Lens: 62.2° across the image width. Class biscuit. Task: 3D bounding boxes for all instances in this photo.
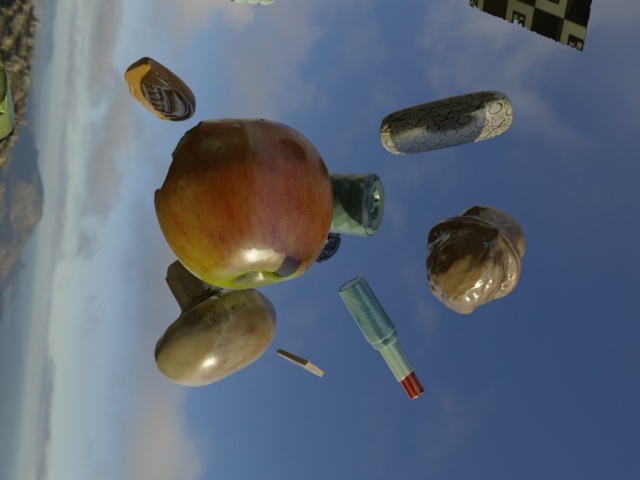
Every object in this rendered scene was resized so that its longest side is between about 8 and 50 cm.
[{"bbox_3d":[-0.321,-0.294,1.070,0.221,0.142,0.029,134,-26,-72],"label":"biscuit"}]

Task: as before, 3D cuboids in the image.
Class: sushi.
[{"bbox_3d":[0.447,-0.577,1.037,0.373,0.100,0.296,-123,-160,-50],"label":"sushi"}]

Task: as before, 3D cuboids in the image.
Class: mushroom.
[{"bbox_3d":[-0.254,0.165,1.192,0.290,0.292,0.292,59,-38,14],"label":"mushroom"}]

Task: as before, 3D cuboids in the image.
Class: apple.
[{"bbox_3d":[-0.146,-0.067,1.018,0.339,0.339,0.340,-18,-110,61],"label":"apple"}]

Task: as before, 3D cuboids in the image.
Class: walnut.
[{"bbox_3d":[0.374,0.042,1.307,0.227,0.273,0.273,61,-41,29],"label":"walnut"}]

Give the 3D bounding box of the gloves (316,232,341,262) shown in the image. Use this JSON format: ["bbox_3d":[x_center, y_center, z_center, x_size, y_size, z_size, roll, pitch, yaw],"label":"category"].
[{"bbox_3d":[0.000,0.000,1.615,0.203,0.124,0.164,-72,169,-75],"label":"gloves"}]

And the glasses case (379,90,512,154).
[{"bbox_3d":[0.337,-0.318,1.444,0.137,0.354,0.085,62,24,-50],"label":"glasses case"}]

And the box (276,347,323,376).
[{"bbox_3d":[-0.036,0.209,0.913,0.083,0.046,0.012,9,-118,49],"label":"box"}]

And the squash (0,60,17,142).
[{"bbox_3d":[-0.613,-0.235,0.856,0.133,0.220,0.220,-59,-143,40],"label":"squash"}]

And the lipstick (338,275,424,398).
[{"bbox_3d":[0.129,0.200,1.054,0.274,0.061,0.068,59,-14,-6],"label":"lipstick"}]

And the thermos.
[{"bbox_3d":[-0.007,-0.097,1.239,0.286,0.182,0.145,6,-110,23],"label":"thermos"}]

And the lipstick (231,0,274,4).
[{"bbox_3d":[-0.083,-0.161,0.315,0.037,0.116,0.037,171,-90,-67],"label":"lipstick"}]
